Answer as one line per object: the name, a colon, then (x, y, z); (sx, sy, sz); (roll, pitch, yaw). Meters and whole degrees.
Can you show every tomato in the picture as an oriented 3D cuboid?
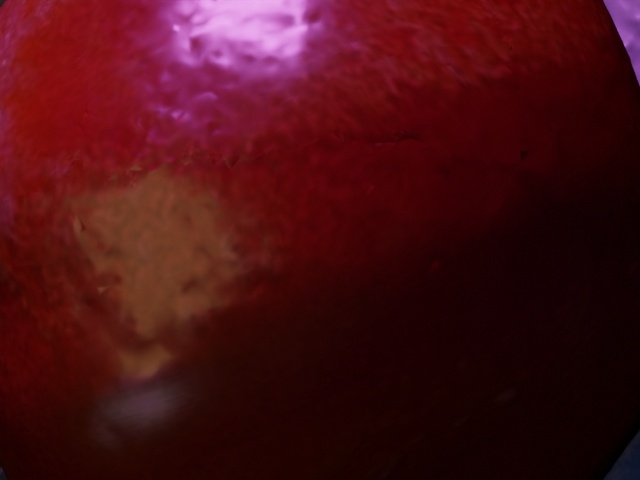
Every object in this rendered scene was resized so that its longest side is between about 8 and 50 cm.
tomato: (0.000, 0.000, 0.607); (0.290, 0.325, 0.293); (-22, 53, 8)

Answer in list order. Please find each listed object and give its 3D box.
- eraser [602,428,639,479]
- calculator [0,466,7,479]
eraser: (0.141, 0.171, 0.562); (0.144, 0.043, 0.311); (44, 109, 39)
calculator: (-0.234, 0.170, 0.871); (0.299, 0.185, 0.041); (-50, 19, 16)
